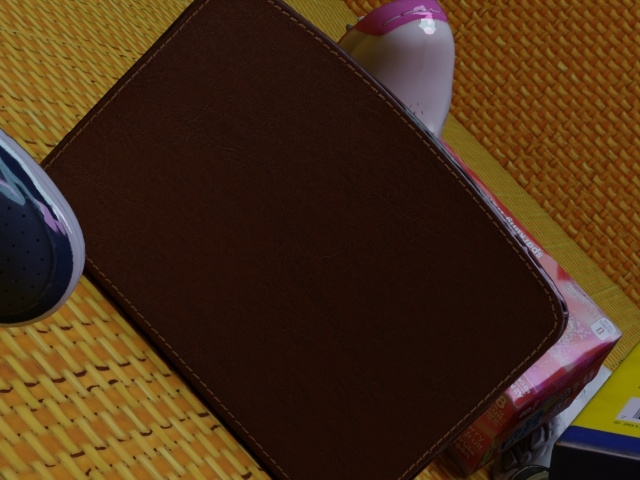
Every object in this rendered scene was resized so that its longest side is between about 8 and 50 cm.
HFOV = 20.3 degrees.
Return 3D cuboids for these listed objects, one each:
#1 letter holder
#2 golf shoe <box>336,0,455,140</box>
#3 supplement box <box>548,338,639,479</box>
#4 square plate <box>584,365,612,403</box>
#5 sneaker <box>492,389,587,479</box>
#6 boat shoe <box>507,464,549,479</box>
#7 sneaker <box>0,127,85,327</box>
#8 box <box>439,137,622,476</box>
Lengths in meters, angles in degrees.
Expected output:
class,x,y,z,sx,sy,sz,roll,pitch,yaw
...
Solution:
class,x,y,z,sx,sy,sz,roll,pitch,yaw
letter holder,0.000,0.000,1.141,0.302,0.214,0.152,46,12,8
golf shoe,0.044,-0.030,1.261,0.115,0.306,0.140,-12,52,-28
supplement box,0.286,0.179,1.190,0.195,0.194,0.356,9,17,21
square plate,0.297,0.210,1.832,0.344,0.049,0.347,31,18,-47
sneaker,0.207,0.190,1.547,0.115,0.090,0.232,50,20,-10
boat shoe,0.194,0.228,1.376,0.223,0.080,0.073,41,6,-42
sneaker,-0.230,-0.037,0.769,0.282,0.099,0.153,35,9,-11
box,0.098,0.041,1.440,0.128,0.123,0.257,-29,69,-31
